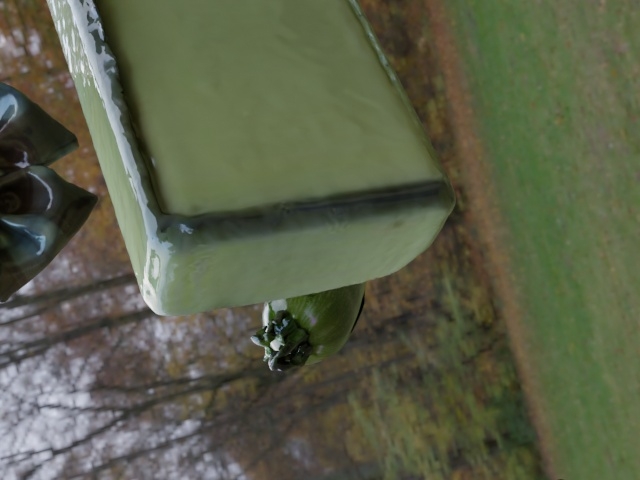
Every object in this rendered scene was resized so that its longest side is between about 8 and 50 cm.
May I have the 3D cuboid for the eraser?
[{"bbox_3d":[-0.034,-0.059,0.428,0.058,0.117,0.172,113,141,-51],"label":"eraser"}]

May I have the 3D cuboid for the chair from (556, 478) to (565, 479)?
[{"bbox_3d":[0.039,0.261,0.593,0.326,0.170,0.160,107,148,-54],"label":"chair"}]

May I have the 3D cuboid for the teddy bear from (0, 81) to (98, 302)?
[{"bbox_3d":[-0.402,-0.022,0.745,0.327,0.362,0.375,63,-170,25],"label":"teddy bear"}]

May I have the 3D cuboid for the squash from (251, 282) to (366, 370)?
[{"bbox_3d":[0.000,0.002,0.787,0.318,0.071,0.080,-84,0,-55],"label":"squash"}]
